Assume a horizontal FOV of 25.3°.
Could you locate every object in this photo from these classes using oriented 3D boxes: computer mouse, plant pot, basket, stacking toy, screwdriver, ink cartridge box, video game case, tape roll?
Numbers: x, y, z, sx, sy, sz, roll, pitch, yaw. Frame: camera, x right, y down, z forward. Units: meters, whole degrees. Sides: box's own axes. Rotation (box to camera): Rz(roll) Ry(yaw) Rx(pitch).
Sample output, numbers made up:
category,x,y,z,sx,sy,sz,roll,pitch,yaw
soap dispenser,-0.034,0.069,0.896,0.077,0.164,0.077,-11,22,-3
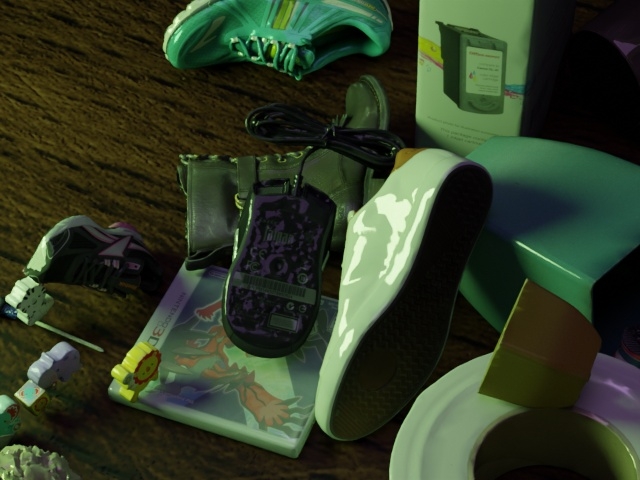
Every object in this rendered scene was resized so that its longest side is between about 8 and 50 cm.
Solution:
category,x,y,z,sx,sy,sz,roll,pitch,yaw
computer mouse,0.000,0.000,1.432,0.184,0.060,0.262,9,73,-7
plant pot,0.228,0.005,1.410,0.165,0.165,0.234,-37,48,-26
basket,0.406,-0.232,1.614,0.227,0.154,0.204,-30,52,-17
stacking toy,-0.282,0.149,1.362,0.167,0.052,0.221,30,66,27
plant pot,0.196,0.099,1.246,0.083,0.081,0.081,23,52,7
screwdriver,-0.295,0.080,1.458,0.170,0.025,0.024,18,52,19
ink cartridge box,0.194,-0.242,1.525,0.131,0.306,0.226,15,51,16
video game case,-0.081,0.111,1.417,0.201,0.023,0.183,15,51,16
tape roll,0.201,0.231,1.244,0.286,0.100,0.286,-1,48,1

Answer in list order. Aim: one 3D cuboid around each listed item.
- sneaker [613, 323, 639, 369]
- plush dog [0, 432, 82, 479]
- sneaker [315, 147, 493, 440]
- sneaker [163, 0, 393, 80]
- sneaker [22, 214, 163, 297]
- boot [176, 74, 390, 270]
category,x,y,z,sx,sy,sz,roll,pitch,yaw
sneaker,0.338,0.122,1.365,0.161,0.075,0.057,2,35,-32
plush dog,-0.235,0.305,1.164,0.225,0.210,0.262,40,63,-1
sneaker,0.062,0.047,1.366,0.123,0.106,0.290,28,93,52
sneaker,-0.049,-0.245,1.685,0.275,0.107,0.110,-11,58,-6
sneaker,-0.216,0.022,1.431,0.077,0.072,0.178,41,23,21
boot,-0.040,-0.080,1.536,0.229,0.091,0.263,1,50,1
